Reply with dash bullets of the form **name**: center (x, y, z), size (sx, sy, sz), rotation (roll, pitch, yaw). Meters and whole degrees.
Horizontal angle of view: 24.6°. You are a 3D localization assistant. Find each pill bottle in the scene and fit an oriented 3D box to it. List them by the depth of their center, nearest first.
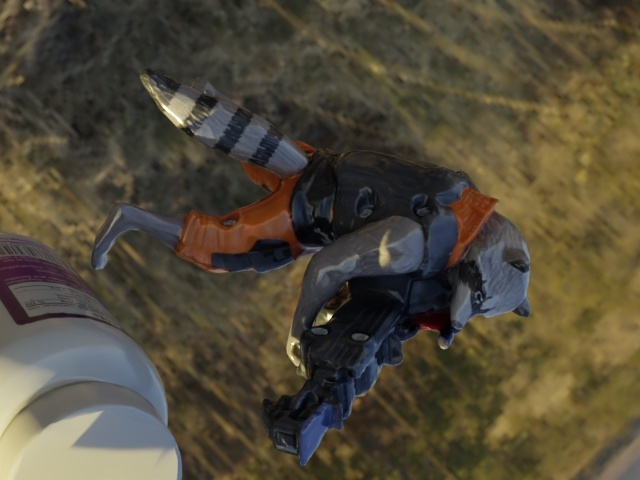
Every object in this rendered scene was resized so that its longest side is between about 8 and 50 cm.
- **pill bottle**: center (-0.214, 0.116, 1.099), size (0.169, 0.301, 0.169), rotation (-10, 114, -24)

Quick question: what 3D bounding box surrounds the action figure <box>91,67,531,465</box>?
- **action figure**: center (0.000, 0.000, 1.108), size (0.341, 0.330, 0.178), rotation (-61, 164, -57)
